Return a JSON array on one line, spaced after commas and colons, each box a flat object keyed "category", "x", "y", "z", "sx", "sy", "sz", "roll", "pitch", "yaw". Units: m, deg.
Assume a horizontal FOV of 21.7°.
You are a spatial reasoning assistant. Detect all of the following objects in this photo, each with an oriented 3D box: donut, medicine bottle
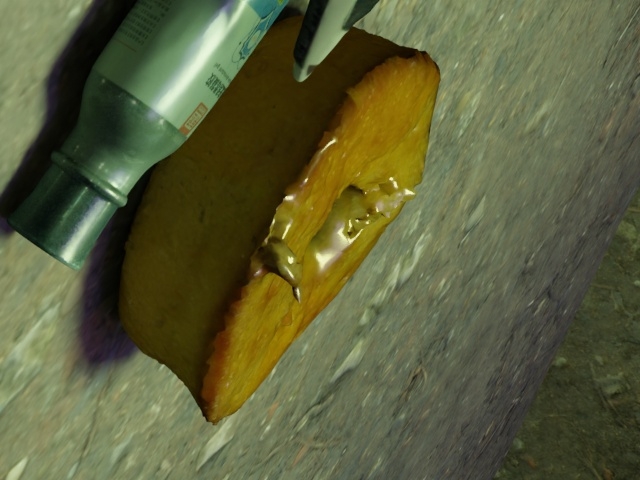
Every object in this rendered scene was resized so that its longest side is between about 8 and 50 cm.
[{"category": "donut", "x": -0.021, "y": -0.013, "z": 0.982, "sx": 0.253, "sy": 0.118, "sz": 0.253, "roll": -54, "pitch": 162, "yaw": -26}, {"category": "medicine bottle", "x": -0.071, "y": -0.082, "z": 0.788, "sx": 0.208, "sy": 0.053, "sz": 0.090, "roll": -56, "pitch": 176, "yaw": -2}]

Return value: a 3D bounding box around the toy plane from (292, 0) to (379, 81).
[{"category": "toy plane", "x": 0.030, "y": -0.167, "z": 0.686, "sx": 0.234, "sy": 0.082, "sz": 0.160, "roll": -46, "pitch": -173, "yaw": 32}]
